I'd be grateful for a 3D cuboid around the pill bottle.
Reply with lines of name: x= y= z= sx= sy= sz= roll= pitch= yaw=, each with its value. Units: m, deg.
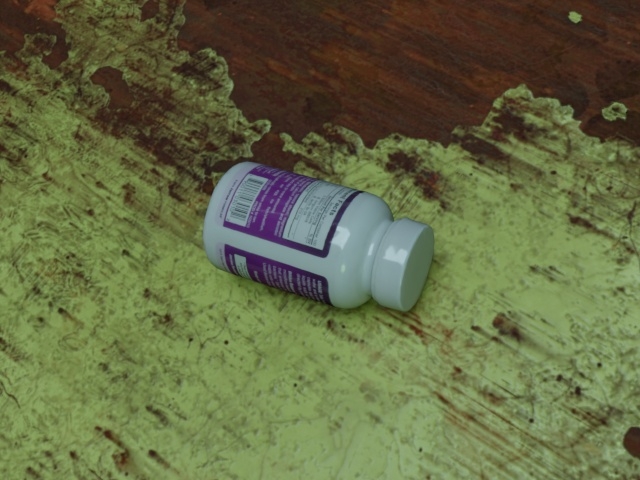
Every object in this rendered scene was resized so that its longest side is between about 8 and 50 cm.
pill bottle: x=0.000 y=0.000 z=1.379 sx=0.302 sy=0.169 sz=0.169 roll=17 pitch=70 yaw=22
